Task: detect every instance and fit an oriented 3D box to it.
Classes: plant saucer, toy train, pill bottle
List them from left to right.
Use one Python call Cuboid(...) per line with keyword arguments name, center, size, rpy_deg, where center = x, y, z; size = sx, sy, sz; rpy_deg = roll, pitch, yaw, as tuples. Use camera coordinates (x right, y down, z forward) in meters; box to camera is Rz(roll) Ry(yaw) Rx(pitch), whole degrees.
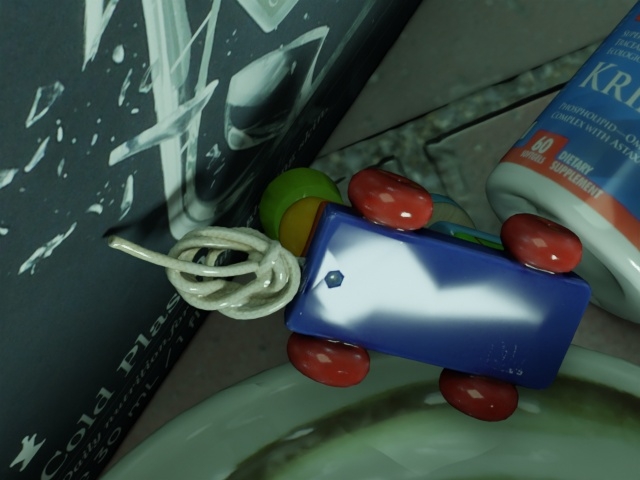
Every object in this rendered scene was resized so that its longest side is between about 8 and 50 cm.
Cuboid(name="toy train", center=(0.000, 0.000, 0.734), size=(0.248, 0.143, 0.105), rpy_deg=(15, 105, -23))
Cuboid(name="plant saucer", center=(0.048, 0.209, 0.683), size=(0.400, 0.100, 0.400), rpy_deg=(-9, 37, 7))
Cuboid(name="pill bottle", center=(0.204, -0.073, 0.790), size=(0.124, 0.124, 0.221), rpy_deg=(38, 81, 16))

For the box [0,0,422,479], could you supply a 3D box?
Cuboid(name="box", center=(-0.161, -0.156, 0.681), size=(0.297, 0.472, 0.480), rpy_deg=(31, 80, 15))
